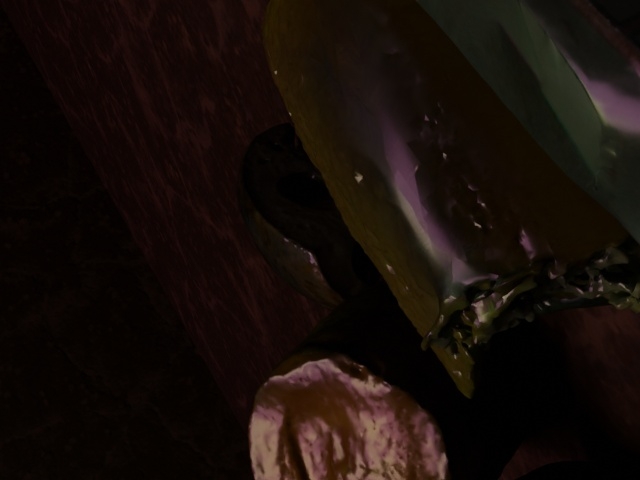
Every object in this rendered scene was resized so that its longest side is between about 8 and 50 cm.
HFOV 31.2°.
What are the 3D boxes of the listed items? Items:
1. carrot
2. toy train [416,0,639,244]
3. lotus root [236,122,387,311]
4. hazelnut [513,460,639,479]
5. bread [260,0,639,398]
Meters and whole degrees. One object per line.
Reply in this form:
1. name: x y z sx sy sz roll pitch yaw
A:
1. carrot: 0.079 0.171 1.140 0.241 0.340 0.241 8 109 23
2. toy train: 0.176 -0.116 0.613 0.326 0.159 0.129 54 163 26
3. lotus root: -0.005 0.000 1.343 0.314 0.142 0.210 37 150 59
4. hazelnut: 0.222 0.301 0.994 0.229 0.229 0.229 54 161 29
5. bread: 0.099 -0.090 0.824 0.376 0.208 0.251 64 159 13
